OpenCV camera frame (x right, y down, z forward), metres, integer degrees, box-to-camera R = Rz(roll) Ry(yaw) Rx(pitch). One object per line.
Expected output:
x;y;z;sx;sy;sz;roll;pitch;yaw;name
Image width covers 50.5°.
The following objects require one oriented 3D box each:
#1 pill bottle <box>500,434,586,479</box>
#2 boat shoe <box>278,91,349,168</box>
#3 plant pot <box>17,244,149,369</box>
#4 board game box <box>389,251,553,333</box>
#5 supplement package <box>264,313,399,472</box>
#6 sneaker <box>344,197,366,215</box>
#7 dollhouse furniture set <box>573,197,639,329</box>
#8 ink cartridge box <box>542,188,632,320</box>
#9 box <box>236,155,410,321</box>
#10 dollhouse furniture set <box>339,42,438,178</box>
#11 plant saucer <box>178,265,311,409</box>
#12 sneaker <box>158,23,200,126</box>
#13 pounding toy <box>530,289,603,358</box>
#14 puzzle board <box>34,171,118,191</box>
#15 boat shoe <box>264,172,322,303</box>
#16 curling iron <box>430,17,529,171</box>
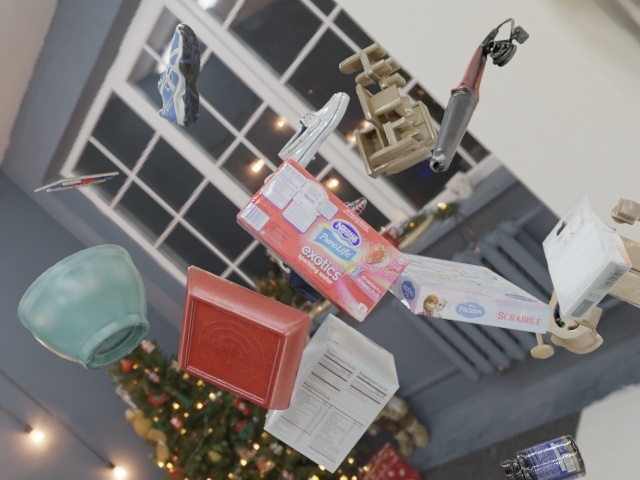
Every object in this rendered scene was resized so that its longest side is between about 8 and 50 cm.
0.642;0.655;1.966;0.219;0.123;0.123;-19;7;4;pill bottle
-0.016;-0.274;1.635;0.226;0.075;0.083;-58;19;-6;boat shoe
-0.532;0.181;1.618;0.293;0.196;0.293;-37;-18;-14;plant pot
0.307;0.109;1.560;0.318;0.318;0.066;-133;55;-71;board game box
0.027;0.356;1.613;0.263;0.198;0.199;-55;5;11;supplement package
0.041;-0.064;1.452;0.119;0.057;0.047;-32;-22;-2;sneaker
0.740;0.080;1.474;0.174;0.303;0.356;69;-135;-77;dollhouse furniture set
0.445;0.024;1.150;0.179;0.045;0.145;-83;13;-47;ink cartridge box
0.000;0.000;1.287;0.154;0.300;0.142;-51;4;-6;box
0.116;-0.228;1.354;0.161;0.212;0.242;-24;-19;23;dollhouse furniture set
-0.165;0.205;1.313;0.048;0.258;0.259;-52;-20;-55;plant saucer
-0.304;-0.350;1.434;0.080;0.081;0.211;-24;-58;-68;sneaker
0.691;0.211;1.894;0.154;0.155;0.270;-8;45;51;pounding toy
-0.469;-0.111;1.311;0.096;0.011;0.128;-13;3;36;puzzle board
-0.056;0.009;1.575;0.158;0.340;0.127;-34;24;17;boat shoe
0.162;-0.161;0.725;0.068;0.035;0.274;-38;14;50;curling iron
